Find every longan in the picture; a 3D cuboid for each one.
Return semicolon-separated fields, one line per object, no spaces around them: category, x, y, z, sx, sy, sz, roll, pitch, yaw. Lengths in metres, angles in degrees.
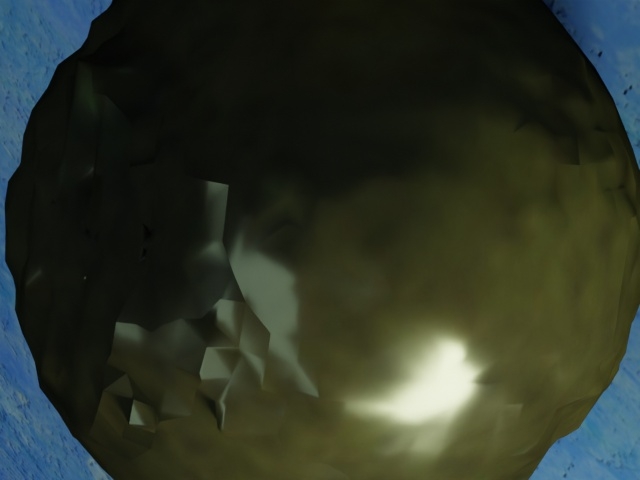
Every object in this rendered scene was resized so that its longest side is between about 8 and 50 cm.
longan;0.000;0.000;1.155;0.391;0.391;0.391;30;137;34
